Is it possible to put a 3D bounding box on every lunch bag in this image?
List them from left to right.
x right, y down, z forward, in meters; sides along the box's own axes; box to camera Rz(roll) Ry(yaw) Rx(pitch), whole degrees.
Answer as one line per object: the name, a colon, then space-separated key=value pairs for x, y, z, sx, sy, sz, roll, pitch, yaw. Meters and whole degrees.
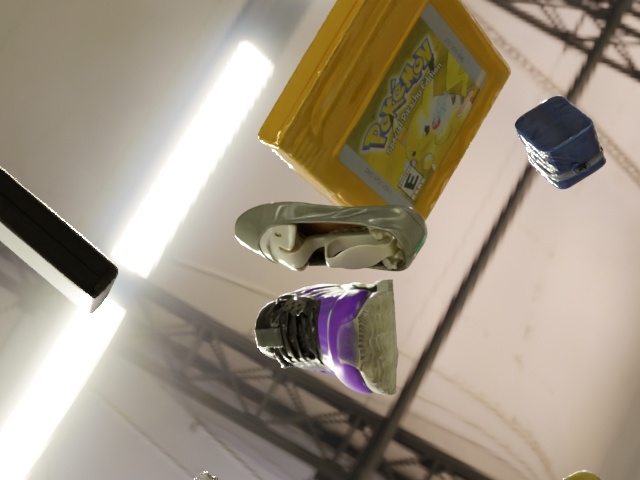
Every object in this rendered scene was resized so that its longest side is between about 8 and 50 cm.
lunch bag: x=0.259 y=-0.100 z=1.376 sx=0.067 sy=0.098 sz=0.065 roll=-31 pitch=-54 yaw=0

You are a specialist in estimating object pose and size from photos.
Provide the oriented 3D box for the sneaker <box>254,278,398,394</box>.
sneaker: x=0.003 y=0.098 z=1.301 sx=0.293 sy=0.146 sz=0.102 roll=-15 pitch=-78 yaw=-85

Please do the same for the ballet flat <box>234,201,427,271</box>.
ballet flat: x=0.000 y=0.000 z=1.284 sx=0.068 sy=0.213 sz=0.072 roll=-63 pitch=-36 yaw=-46

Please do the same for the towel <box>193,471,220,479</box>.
towel: x=-0.114 y=0.363 z=1.059 sx=0.235 sy=0.284 sz=0.121 roll=-31 pitch=-9 yaw=6

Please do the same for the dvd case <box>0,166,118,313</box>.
dvd case: x=-0.190 y=-0.026 z=0.719 sx=0.180 sy=0.253 sz=0.022 roll=41 pitch=-100 yaw=-5

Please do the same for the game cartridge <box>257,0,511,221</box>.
game cartridge: x=0.088 y=-0.164 z=1.504 sx=0.285 sy=0.052 sz=0.323 roll=-60 pitch=-34 yaw=-6

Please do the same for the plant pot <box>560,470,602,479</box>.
plant pot: x=0.130 y=0.311 z=0.851 sx=0.212 sy=0.212 sz=0.187 roll=-25 pitch=-24 yaw=-9
